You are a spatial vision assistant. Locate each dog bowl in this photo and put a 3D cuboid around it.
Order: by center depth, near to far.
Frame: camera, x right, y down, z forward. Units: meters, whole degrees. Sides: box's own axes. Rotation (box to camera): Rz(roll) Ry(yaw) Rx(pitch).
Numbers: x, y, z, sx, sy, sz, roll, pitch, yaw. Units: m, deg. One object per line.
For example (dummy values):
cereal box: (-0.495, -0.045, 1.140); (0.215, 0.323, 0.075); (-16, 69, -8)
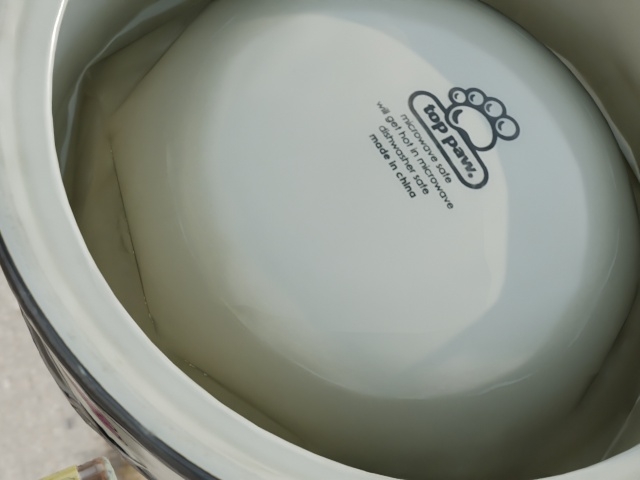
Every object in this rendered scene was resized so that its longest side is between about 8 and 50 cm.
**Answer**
dog bowl: (0.034, -0.029, 0.725); (0.150, 0.408, 0.408); (118, -27, -61)

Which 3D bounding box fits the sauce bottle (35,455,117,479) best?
sauce bottle: (-0.376, 0.348, 1.663); (0.111, 0.344, 0.111); (157, -90, -81)
